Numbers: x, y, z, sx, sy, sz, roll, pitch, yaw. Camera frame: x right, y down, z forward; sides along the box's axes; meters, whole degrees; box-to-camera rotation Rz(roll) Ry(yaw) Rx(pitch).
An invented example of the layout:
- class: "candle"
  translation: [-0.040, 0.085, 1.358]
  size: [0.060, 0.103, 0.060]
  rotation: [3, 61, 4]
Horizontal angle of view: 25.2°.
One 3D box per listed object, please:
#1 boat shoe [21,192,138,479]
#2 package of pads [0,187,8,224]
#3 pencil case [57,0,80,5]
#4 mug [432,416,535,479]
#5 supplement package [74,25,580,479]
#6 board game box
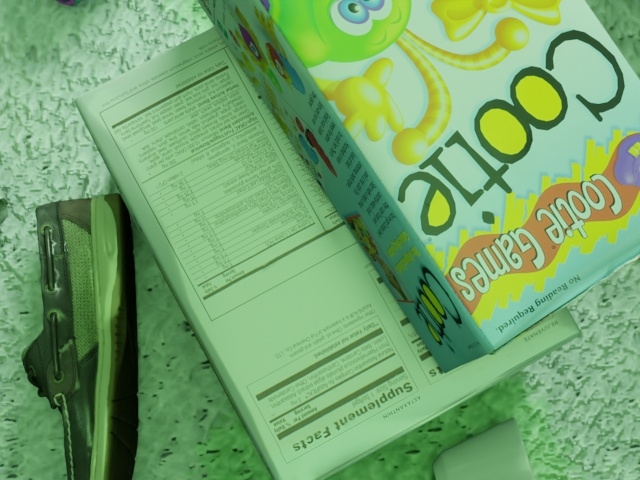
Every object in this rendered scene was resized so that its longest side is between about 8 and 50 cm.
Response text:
- class: "boat shoe"
  translation: [-0.164, 0.078, 0.965]
  size: [0.073, 0.080, 0.224]
  rotation: [-2, 77, 4]
- class: "package of pads"
  translation: [-0.386, -0.025, 0.955]
  size: [0.296, 0.101, 0.229]
  rotation: [-36, 83, -3]
- class: "pencil case"
  translation: [-0.151, -0.240, 1.013]
  size: [0.152, 0.064, 0.070]
  rotation: [-48, 110, -7]
- class: "mug"
  translation: [0.113, 0.166, 0.965]
  size: [0.064, 0.062, 0.078]
  rotation: [-18, 76, 4]
- class: "supplement package"
  translation: [0.000, 0.000, 0.914]
  size: [0.198, 0.199, 0.263]
  rotation: [-28, 84, -5]
- class: "board game box"
  translation: [0.057, -0.087, 0.755]
  size: [0.142, 0.144, 0.275]
  rotation: [-32, 85, -8]
